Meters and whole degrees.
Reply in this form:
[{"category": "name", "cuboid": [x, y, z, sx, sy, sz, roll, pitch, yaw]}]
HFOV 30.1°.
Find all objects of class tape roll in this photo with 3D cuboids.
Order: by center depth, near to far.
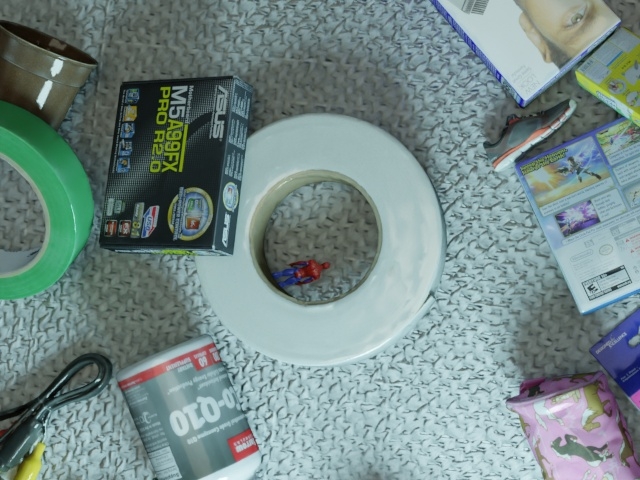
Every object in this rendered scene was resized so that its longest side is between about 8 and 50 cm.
[{"category": "tape roll", "cuboid": [0.000, 0.000, 1.810, 0.392, 0.072, 0.391, -2, 82, 12]}, {"category": "tape roll", "cuboid": [-0.514, -0.061, 1.840, 0.321, 0.077, 0.321, 6, 120, 11]}]

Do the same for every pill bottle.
[{"category": "pill bottle", "cuboid": [-0.188, 0.301, 1.820, 0.161, 0.161, 0.283, -24, 87, 8]}]

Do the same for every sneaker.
[{"category": "sneaker", "cuboid": [0.313, -0.173, 1.799, 0.158, 0.061, 0.065, -37, 78, 6]}]

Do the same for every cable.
[{"category": "cable", "cuboid": [-0.456, 0.286, 1.930, 0.139, 0.072, 0.287, 37, 83, 24]}]

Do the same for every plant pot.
[{"category": "plant pot", "cuboid": [-0.458, -0.237, 1.872, 0.167, 0.167, 0.165, 27, 102, 8]}]

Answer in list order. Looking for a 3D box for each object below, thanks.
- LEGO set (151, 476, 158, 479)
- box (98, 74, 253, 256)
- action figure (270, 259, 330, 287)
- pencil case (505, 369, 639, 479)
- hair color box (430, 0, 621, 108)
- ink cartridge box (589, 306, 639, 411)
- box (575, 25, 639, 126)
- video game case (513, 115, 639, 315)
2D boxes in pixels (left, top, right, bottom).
[{"category": "LEGO set", "cuboid": [-0.289, 0.486, 1.903, 0.183, 0.060, 0.244, -1, 102, 9]}, {"category": "box", "cuboid": [-0.222, -0.113, 1.823, 0.216, 0.060, 0.270, 2, 80, 29]}, {"category": "action figure", "cuboid": [-0.039, 0.053, 1.865, 0.115, 0.030, 0.038, -16, 92, 13]}, {"category": "pencil case", "cuboid": [0.402, 0.378, 1.729, 0.167, 0.160, 0.386, -21, 86, 32]}, {"category": "hair color box", "cuboid": [0.266, -0.387, 1.782, 0.185, 0.110, 0.339, -41, 86, 5]}, {"category": "ink cartridge box", "cuboid": [0.586, 0.251, 1.756, 0.176, 0.069, 0.371, -41, 82, 6]}, {"category": "box", "cuboid": [0.475, -0.227, 1.738, 0.105, 0.043, 0.179, -43, 56, -5]}, {"category": "video game case", "cuboid": [0.458, -0.053, 1.755, 0.270, 0.061, 0.244, -24, 76, 8]}]
